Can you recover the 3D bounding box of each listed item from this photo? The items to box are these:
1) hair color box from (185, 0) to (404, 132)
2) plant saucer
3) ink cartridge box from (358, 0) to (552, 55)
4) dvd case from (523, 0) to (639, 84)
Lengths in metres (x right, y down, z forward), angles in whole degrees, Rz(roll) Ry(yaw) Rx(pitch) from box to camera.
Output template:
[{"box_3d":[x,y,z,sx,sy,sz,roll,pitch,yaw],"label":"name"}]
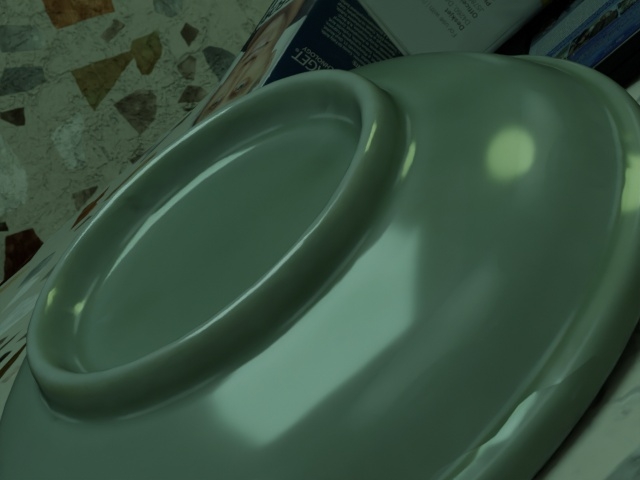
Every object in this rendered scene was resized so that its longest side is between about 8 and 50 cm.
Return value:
[{"box_3d":[-0.015,-0.153,1.356,0.174,0.105,0.347,-23,33,60],"label":"hair color box"},{"box_3d":[-0.031,0.022,0.708,0.400,0.100,0.400,-30,28,18],"label":"plant saucer"},{"box_3d":[0.133,-0.275,1.148,0.270,0.197,0.198,-42,1,7],"label":"ink cartridge box"},{"box_3d":[0.206,-0.160,0.980,0.180,0.022,0.253,-41,12,25],"label":"dvd case"}]
